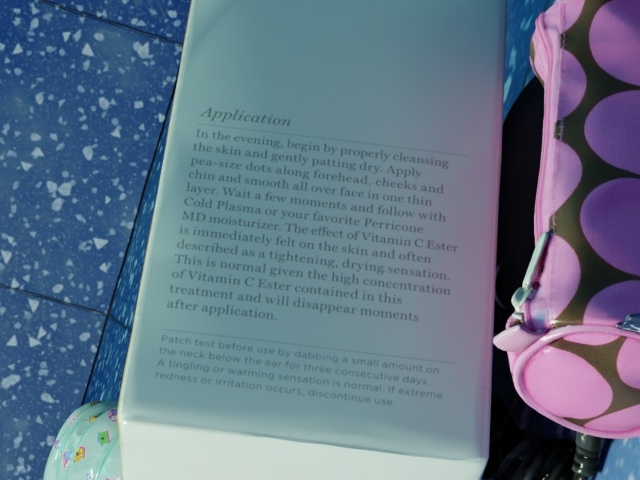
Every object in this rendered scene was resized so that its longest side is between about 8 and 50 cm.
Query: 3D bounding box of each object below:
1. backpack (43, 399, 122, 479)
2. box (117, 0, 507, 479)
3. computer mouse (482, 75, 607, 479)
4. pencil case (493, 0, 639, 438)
[{"bbox_3d":[-0.169,0.213,1.597,0.182,0.115,0.152,5,-80,-64],"label":"backpack"},{"bbox_3d":[0.000,0.000,0.918,0.215,0.168,0.345,98,179,-57],"label":"box"},{"bbox_3d":[0.116,0.008,0.870,0.184,0.060,0.262,-138,65,-78],"label":"computer mouse"},{"bbox_3d":[0.129,-0.022,0.763,0.095,0.098,0.209,122,161,-50],"label":"pencil case"}]
